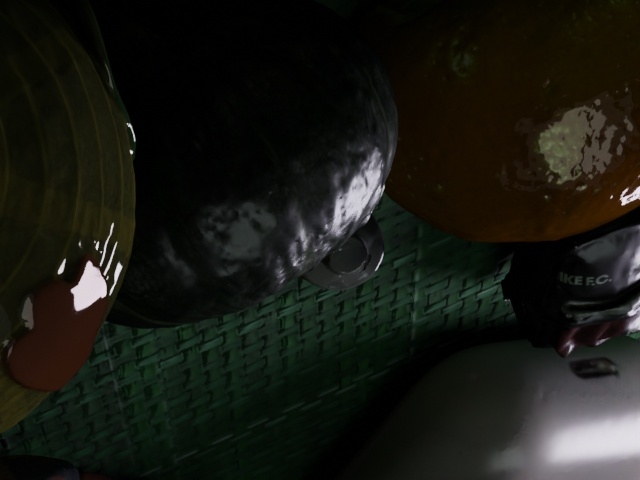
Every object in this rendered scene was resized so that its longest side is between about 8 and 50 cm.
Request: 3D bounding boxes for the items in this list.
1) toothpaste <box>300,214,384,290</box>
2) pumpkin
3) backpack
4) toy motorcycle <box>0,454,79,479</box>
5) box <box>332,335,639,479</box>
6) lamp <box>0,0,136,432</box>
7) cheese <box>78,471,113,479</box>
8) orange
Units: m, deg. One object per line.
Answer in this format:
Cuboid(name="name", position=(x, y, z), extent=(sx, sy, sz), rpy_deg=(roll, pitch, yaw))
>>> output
Cuboid(name="toothpaste", position=(0.000, 0.000, 1.080), extent=(0.078, 0.047, 0.248), rpy_deg=(-28, -174, -4))
Cuboid(name="pumpkin", position=(-0.061, -0.045, 0.924), extent=(0.211, 0.211, 0.152), rpy_deg=(-23, 107, -14))
Cuboid(name="backpack", position=(0.201, 0.015, 1.332), extent=(0.120, 0.106, 0.165), rpy_deg=(-22, 154, -6))
Cuboid(name="toy motorcycle", position=(-0.313, 0.230, 1.200), extent=(0.307, 0.108, 0.173), rpy_deg=(-12, 142, -33))
Cuboid(name="box", position=(0.141, 0.217, 1.567), extent=(0.288, 0.141, 0.349), rpy_deg=(-4, 141, -41))
Cuboid(name="lamp", position=(-0.212, -0.021, 0.775), extent=(0.250, 0.250, 0.284), rpy_deg=(-19, -172, -20))
Cuboid(name="cheese", position=(-0.142, 0.267, 1.424), extent=(0.128, 0.203, 0.177), rpy_deg=(-43, 180, 15))
Cuboid(name="orange", position=(0.138, -0.092, 1.047), extent=(0.237, 0.158, 0.179), rpy_deg=(-22, 134, -12))
